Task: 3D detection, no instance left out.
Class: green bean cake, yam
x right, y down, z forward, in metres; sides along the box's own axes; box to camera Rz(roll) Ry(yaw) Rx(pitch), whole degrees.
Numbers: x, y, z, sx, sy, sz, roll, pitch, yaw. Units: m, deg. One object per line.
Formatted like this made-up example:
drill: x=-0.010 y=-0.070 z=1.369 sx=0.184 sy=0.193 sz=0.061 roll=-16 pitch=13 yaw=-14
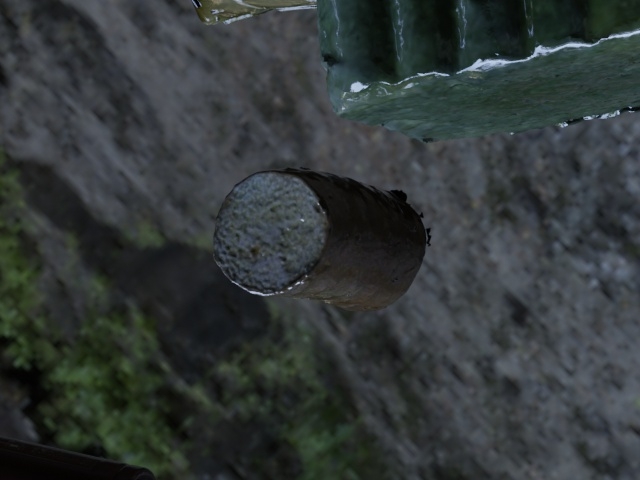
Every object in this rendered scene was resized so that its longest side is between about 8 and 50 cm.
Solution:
green bean cake: x=0.109 y=-0.108 z=0.775 sx=0.185 sy=0.183 sz=0.094 roll=17 pitch=-116 yaw=-63
yam: x=0.003 y=0.000 z=0.907 sx=0.084 sy=0.084 sz=0.127 roll=45 pitch=-164 yaw=24

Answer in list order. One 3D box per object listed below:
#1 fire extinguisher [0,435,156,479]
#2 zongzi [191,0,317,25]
fire extinguisher: x=-0.297 y=0.244 z=1.511 sx=0.269 sy=0.104 sz=0.105 roll=8 pitch=166 yaw=18
zongzi: x=-0.051 y=-0.231 z=1.025 sx=0.178 sy=0.081 sz=0.189 roll=4 pitch=140 yaw=42
